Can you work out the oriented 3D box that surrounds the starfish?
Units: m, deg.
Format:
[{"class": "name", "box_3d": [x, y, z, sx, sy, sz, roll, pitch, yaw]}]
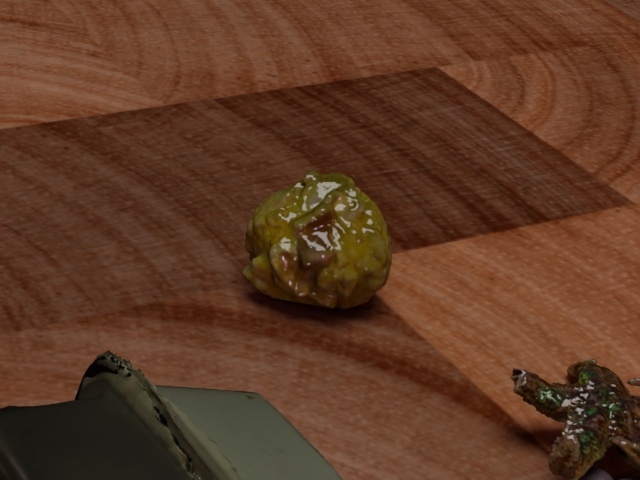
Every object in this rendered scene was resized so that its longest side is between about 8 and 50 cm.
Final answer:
[{"class": "starfish", "box_3d": [0.205, 0.130, 1.237, 0.150, 0.053, 0.209, 22, 16, -9]}]

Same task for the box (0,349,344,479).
[{"class": "box", "box_3d": [-0.089, 0.216, 0.779, 0.166, 0.290, 0.220, 5, 25, -35]}]

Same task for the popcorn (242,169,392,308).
[{"class": "popcorn", "box_3d": [0.000, 0.000, 1.373, 0.120, 0.106, 0.116, 29, 26, 34]}]

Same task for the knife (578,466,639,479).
[{"class": "knife", "box_3d": [0.171, 0.247, 1.034, 0.132, 0.038, 0.398, 13, 29, 18]}]
